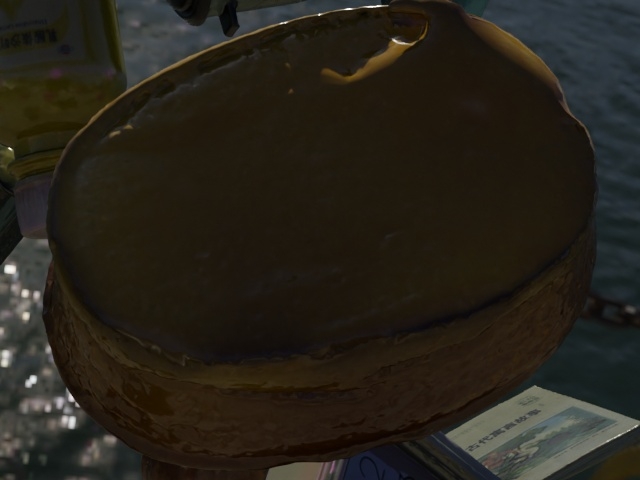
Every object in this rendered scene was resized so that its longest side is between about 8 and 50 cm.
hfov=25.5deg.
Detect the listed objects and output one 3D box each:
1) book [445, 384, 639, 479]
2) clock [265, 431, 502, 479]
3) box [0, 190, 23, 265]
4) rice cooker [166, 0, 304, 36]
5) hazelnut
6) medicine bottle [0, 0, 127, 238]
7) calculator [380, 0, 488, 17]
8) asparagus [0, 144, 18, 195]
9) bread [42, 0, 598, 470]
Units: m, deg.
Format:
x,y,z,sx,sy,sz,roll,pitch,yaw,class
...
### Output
x,y,z,sx,sy,sz,roll,pitch,yaw,class
0.228,0.243,1.645,0.215,0.025,0.282,-25,9,-16,book
0.029,0.197,0.837,0.147,0.071,0.192,40,45,-21,clock
-0.497,-0.054,2.088,0.091,0.350,0.359,32,58,2,box
-0.120,-0.400,1.789,0.227,0.280,0.241,-13,-4,-19,rice cooker
-0.132,0.230,1.533,0.150,0.150,0.150,10,26,-5,hazelnut
-0.202,-0.111,1.037,0.121,0.212,0.122,-10,-8,-1,medicine bottle
0.161,-0.366,1.320,0.054,0.386,0.256,23,7,-17,calculator
-0.264,-0.066,1.405,0.082,0.085,0.343,4,-1,-1,asparagus
0.000,0.000,0.666,0.269,0.143,0.195,-17,65,-10,bread
